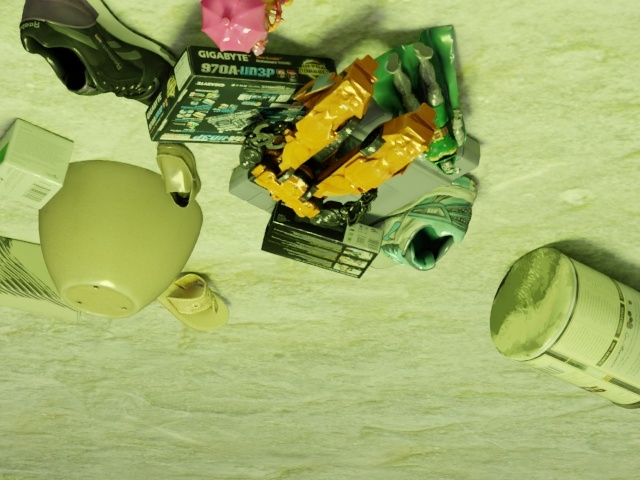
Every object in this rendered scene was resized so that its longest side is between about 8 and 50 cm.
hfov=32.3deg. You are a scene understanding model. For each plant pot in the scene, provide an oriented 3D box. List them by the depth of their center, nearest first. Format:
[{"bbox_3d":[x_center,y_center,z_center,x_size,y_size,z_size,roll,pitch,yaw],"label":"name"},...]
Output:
[{"bbox_3d":[-0.355,0.020,1.887,0.284,0.191,0.284,5,150,3],"label":"plant pot"}]

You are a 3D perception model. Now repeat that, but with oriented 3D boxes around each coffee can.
[{"bbox_3d":[0.461,0.153,1.907,0.275,0.201,0.201,24,147,-26],"label":"coffee can"}]

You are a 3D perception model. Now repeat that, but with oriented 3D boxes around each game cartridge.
[{"bbox_3d":[0.041,-0.108,1.701,0.230,0.068,0.355,22,148,-31],"label":"game cartridge"}]

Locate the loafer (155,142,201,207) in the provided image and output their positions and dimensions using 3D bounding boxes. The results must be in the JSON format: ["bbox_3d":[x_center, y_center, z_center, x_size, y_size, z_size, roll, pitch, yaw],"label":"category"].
[{"bbox_3d":[-0.227,-0.103,1.779,0.056,0.050,0.148,-1,149,15],"label":"loafer"}]

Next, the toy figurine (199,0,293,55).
[{"bbox_3d":[-0.087,-0.285,1.317,0.130,0.159,0.173,-6,148,24],"label":"toy figurine"}]

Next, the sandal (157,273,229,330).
[{"bbox_3d":[-0.252,0.100,2.104,0.240,0.088,0.079,33,148,-29],"label":"sandal"}]

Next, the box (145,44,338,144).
[{"bbox_3d":[-0.108,-0.193,1.523,0.220,0.051,0.175,0,156,-28],"label":"box"}]

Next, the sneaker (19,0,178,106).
[{"bbox_3d":[-0.297,-0.230,1.499,0.107,0.124,0.283,-15,143,36],"label":"sneaker"}]

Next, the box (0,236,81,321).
[{"bbox_3d":[-0.583,0.065,2.101,0.275,0.113,0.094,11,149,-8],"label":"box"}]

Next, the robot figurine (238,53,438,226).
[{"bbox_3d":[0.018,-0.124,1.500,0.211,0.085,0.291,39,144,-15],"label":"robot figurine"}]

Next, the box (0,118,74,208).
[{"bbox_3d":[-0.465,-0.121,1.768,0.102,0.087,0.101,24,146,-25],"label":"box"}]

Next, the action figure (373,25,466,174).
[{"bbox_3d":[0.148,-0.171,1.506,0.137,0.063,0.232,-22,138,7],"label":"action figure"}]

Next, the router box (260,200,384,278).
[{"bbox_3d":[0.000,0.000,1.799,0.179,0.046,0.133,17,157,-6],"label":"router box"}]

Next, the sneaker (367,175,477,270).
[{"bbox_3d":[0.143,-0.003,1.790,0.110,0.122,0.283,20,149,-20],"label":"sneaker"}]
